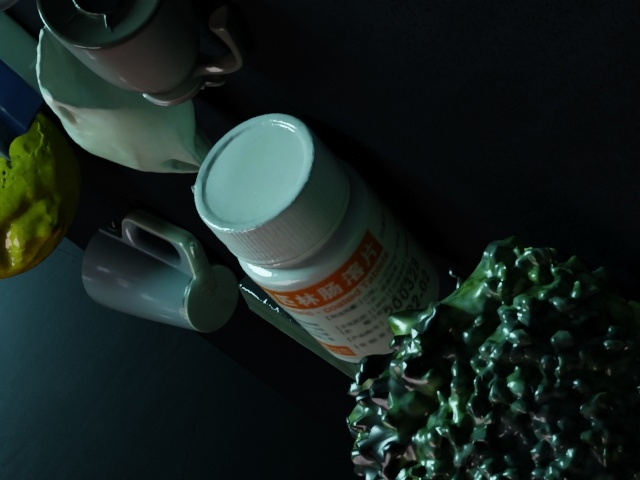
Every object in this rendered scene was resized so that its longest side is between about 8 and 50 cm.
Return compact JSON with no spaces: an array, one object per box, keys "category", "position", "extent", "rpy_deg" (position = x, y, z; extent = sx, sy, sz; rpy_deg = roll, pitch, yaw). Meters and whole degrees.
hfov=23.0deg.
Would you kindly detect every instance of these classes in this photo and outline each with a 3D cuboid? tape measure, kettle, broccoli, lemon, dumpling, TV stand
[{"category":"tape measure","position":[-0.466,-0.243,1.876],"extent":[0.262,0.138,0.259],"rpy_deg":[23,163,50]},{"category":"kettle","position":[-0.258,0.040,2.543],"extent":[0.243,0.160,0.210],"rpy_deg":[17,131,41]},{"category":"broccoli","position":[0.194,0.143,1.241],"extent":[0.281,0.348,0.293],"rpy_deg":[49,-151,-82]},{"category":"lemon","position":[-0.497,-0.084,2.293],"extent":[0.297,0.297,0.297],"rpy_deg":[34,170,7]},{"category":"dumpling","position":[-0.188,-0.146,1.507],"extent":[0.229,0.124,0.151],"rpy_deg":[35,-149,-44]},{"category":"TV stand","position":[0.032,0.107,1.944],"extent":[0.269,0.088,0.083],"rpy_deg":[33,164,23]}]

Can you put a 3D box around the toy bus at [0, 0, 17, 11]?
[{"category":"toy bus","position":[-0.298,-0.284,1.195],"extent":[0.136,0.126,0.209],"rpy_deg":[37,174,48]}]

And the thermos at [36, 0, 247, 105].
[{"category":"thermos","position":[-0.131,-0.167,1.273],"extent":[0.137,0.105,0.193],"rpy_deg":[0,164,13]}]

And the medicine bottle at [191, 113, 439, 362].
[{"category":"medicine bottle","position":[0.000,0.000,1.454],"extent":[0.144,0.144,0.252],"rpy_deg":[26,163,43]}]
